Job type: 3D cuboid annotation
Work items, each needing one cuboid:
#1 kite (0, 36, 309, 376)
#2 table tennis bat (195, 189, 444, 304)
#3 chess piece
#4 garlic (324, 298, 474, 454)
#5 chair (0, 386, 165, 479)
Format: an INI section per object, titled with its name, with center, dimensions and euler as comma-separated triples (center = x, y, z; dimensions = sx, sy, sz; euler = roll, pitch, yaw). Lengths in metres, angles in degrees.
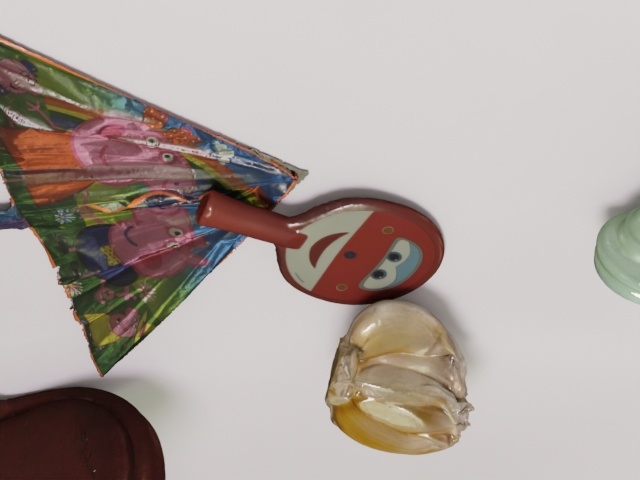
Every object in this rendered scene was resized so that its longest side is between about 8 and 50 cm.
[kite]
center = -0.121, -0.026, 0.980
dimensions = 0.234, 0.016, 0.321
euler = -6, 137, 14
[table tennis bat]
center = 0.000, 0.000, 0.988
dimensions = 0.154, 0.019, 0.098
euler = 16, 138, -23
[chess piece]
center = 0.194, -0.020, 0.919
dimensions = 0.067, 0.067, 0.103
euler = 10, 129, -4
[garlic]
center = 0.049, 0.083, 1.039
dimensions = 0.094, 0.074, 0.113
euler = 6, 133, -7
[chair]
center = -0.137, 0.260, 1.152
dimensions = 0.226, 0.226, 0.401
euler = -19, 132, 26
